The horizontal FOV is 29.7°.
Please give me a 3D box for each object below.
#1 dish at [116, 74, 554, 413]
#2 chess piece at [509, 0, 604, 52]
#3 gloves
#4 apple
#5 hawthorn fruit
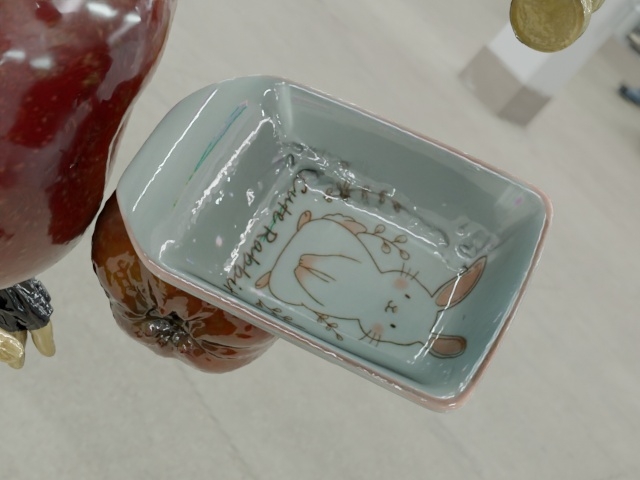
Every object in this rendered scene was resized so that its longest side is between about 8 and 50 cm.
[{"bbox_3d":[0.000,0.000,0.688,0.234,0.064,0.154,26,61,9],"label":"dish"},{"bbox_3d":[0.208,-0.205,1.021,0.066,0.066,0.122,43,36,4],"label":"chess piece"},{"bbox_3d":[-0.331,0.047,1.152,0.203,0.124,0.164,33,16,-33],"label":"gloves"},{"bbox_3d":[-0.249,-0.127,0.785,0.277,0.348,0.348,21,26,-14],"label":"apple"},{"bbox_3d":[-0.065,-0.015,0.838,0.162,0.162,0.203,35,54,-18],"label":"hawthorn fruit"}]
